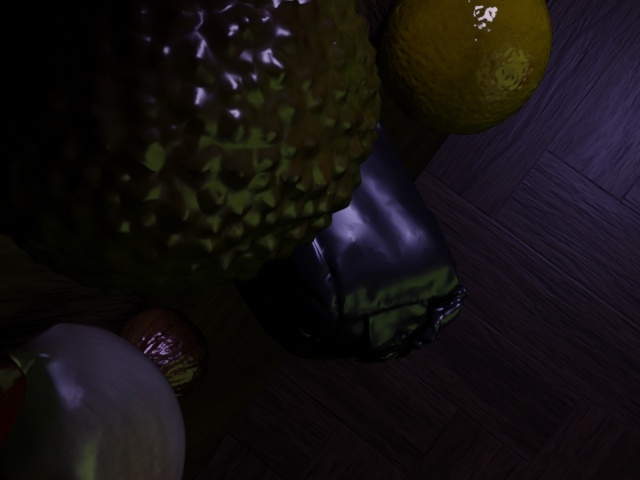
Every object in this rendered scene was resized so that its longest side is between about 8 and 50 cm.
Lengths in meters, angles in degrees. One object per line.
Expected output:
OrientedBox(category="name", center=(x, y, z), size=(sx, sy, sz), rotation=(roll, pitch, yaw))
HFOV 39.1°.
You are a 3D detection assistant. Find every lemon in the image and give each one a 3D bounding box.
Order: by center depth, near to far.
OrientedBox(category="lemon", center=(0.210, -0.282, 1.324), size=(0.267, 0.267, 0.267), rotation=(-50, 169, -13))

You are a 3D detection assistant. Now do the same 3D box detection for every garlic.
OrientedBox(category="garlic", center=(-0.297, 0.222, 1.001), size=(0.246, 0.231, 0.340), rotation=(-46, 128, -37))

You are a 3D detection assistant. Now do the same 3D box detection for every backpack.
OrientedBox(category="backpack", center=(0.000, 0.000, 1.173), size=(0.255, 0.363, 0.445), rotation=(-22, 171, -21))

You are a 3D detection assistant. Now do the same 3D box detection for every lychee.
OrientedBox(category="lychee", center=(-0.102, -0.095, 0.557), size=(0.320, 0.270, 0.270), rotation=(-2, 145, -21))

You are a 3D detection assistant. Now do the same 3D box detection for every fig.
OrientedBox(category="fig", center=(-0.247, 0.170, 1.190), size=(0.201, 0.134, 0.146), rotation=(-18, 136, -58))

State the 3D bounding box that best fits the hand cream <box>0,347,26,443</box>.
OrientedBox(category="hand cream", center=(-0.325, 0.118, 0.590), size=(0.230, 0.149, 0.230), rotation=(-49, 171, -10))
